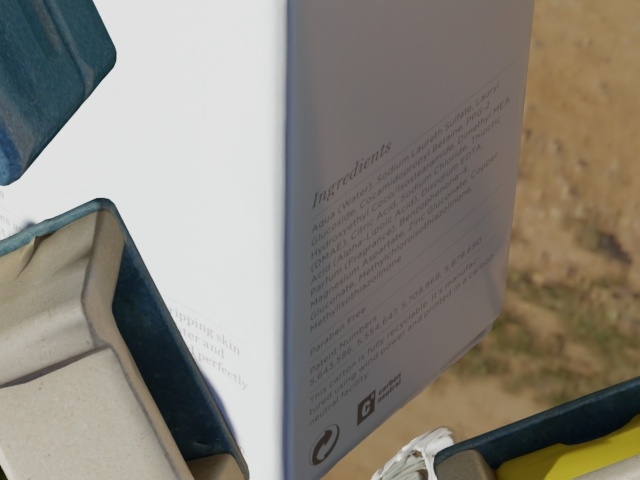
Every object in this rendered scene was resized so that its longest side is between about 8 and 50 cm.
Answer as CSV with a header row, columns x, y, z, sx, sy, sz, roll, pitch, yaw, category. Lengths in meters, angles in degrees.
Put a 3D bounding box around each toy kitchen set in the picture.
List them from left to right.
x,y,z,sx,sy,sz,roll,pitch,yaw,category
0.000,0.000,0.472,0.166,0.122,0.207,-22,104,10,toy kitchen set

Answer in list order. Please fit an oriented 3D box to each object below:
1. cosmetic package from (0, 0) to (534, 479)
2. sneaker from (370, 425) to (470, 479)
x,y,z,sx,sy,sz,roll,pitch,yaw,category
-0.044,-0.115,0.716,0.217,0.156,0.385,31,139,26,cosmetic package
0.071,0.201,1.012,0.115,0.232,0.090,35,127,-27,sneaker
